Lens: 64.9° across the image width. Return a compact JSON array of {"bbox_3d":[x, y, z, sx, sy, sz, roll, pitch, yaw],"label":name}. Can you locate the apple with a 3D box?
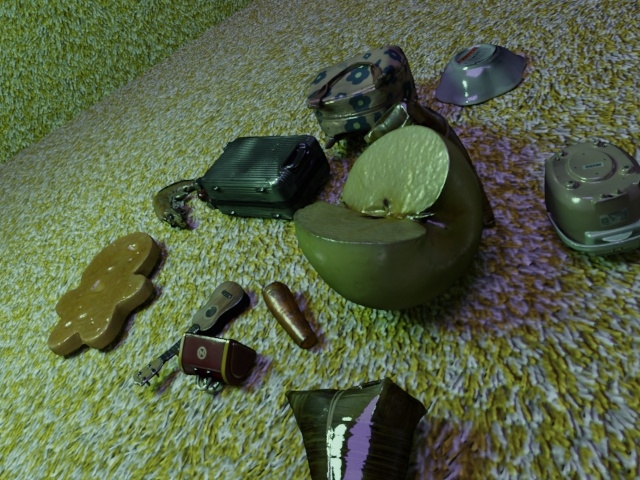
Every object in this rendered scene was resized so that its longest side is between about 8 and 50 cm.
[{"bbox_3d":[0.121,-0.019,0.835,0.295,0.233,0.258,-51,28,-23],"label":"apple"}]

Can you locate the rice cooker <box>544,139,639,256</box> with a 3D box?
[{"bbox_3d":[0.427,-0.070,0.784,0.145,0.127,0.206,-16,32,18],"label":"rice cooker"}]

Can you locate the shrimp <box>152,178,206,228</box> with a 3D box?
[{"bbox_3d":[-0.380,-0.112,1.398,0.173,0.058,0.253,-32,36,-17],"label":"shrimp"}]

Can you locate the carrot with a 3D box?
[{"bbox_3d":[-0.057,0.136,0.924,0.055,0.055,0.161,-34,46,-6],"label":"carrot"}]

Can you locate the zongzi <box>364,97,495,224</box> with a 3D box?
[{"bbox_3d":[0.252,-0.156,1.020,0.134,0.288,0.286,-49,-7,26],"label":"zongzi"}]

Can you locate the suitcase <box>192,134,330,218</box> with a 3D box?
[{"bbox_3d":[-0.141,-0.158,1.231,0.312,0.128,0.202,5,50,36],"label":"suitcase"}]

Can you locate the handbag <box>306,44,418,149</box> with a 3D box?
[{"bbox_3d":[0.095,-0.336,1.221,0.251,0.190,0.193,-11,30,26],"label":"handbag"}]

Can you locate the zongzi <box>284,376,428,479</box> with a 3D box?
[{"bbox_3d":[0.005,0.313,0.666,0.241,0.111,0.248,-18,43,43],"label":"zongzi"}]

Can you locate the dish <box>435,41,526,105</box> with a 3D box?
[{"bbox_3d":[0.384,-0.428,1.238,0.229,0.081,0.229,-18,40,16],"label":"dish"}]

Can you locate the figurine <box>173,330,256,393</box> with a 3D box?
[{"bbox_3d":[-0.203,0.223,0.909,0.154,0.082,0.098,-1,66,32],"label":"figurine"}]

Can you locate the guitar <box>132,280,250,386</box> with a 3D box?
[{"bbox_3d":[-0.252,0.188,0.993,0.084,0.038,0.271,20,57,45],"label":"guitar"}]

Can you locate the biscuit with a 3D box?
[{"bbox_3d":[-0.513,0.119,1.224,0.275,0.052,0.355,-15,40,18],"label":"biscuit"}]
